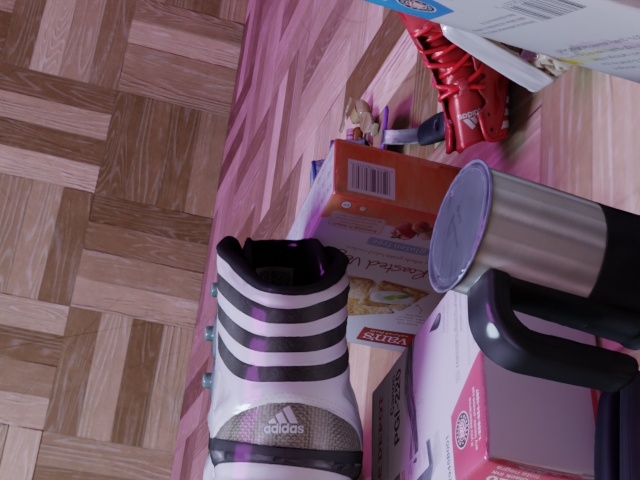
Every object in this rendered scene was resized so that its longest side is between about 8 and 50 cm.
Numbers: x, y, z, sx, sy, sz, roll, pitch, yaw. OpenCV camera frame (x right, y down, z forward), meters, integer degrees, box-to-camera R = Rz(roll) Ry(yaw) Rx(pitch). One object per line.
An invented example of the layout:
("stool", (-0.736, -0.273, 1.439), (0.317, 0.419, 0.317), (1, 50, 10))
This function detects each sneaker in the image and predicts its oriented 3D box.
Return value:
("sneaker", (-0.023, 0.140, 0.953), (0.447, 0.169, 0.257), (108, 168, -73))
("sneaker", (0.120, -0.150, 0.878), (0.087, 0.221, 0.128), (-14, 67, 27))

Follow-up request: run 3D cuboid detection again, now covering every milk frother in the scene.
("milk frother", (0.153, 0.000, 0.599), (0.129, 0.135, 0.143), (-92, 22, -53))

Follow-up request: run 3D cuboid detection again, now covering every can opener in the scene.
("can opener", (0.168, 0.153, 0.581), (0.059, 0.073, 0.186), (-45, 21, 54))

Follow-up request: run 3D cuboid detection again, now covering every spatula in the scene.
("spatula", (0.100, -0.119, 1.185), (0.296, 0.030, 0.084), (-177, 93, -77))

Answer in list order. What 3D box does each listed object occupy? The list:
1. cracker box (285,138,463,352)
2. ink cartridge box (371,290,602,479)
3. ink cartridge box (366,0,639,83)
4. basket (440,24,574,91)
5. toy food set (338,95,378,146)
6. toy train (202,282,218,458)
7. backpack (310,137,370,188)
("cracker box", (0.051, 0.015, 0.992), (0.232, 0.156, 0.067), (118, 159, -52))
("ink cartridge box", (0.111, 0.137, 0.761), (0.218, 0.092, 0.158), (115, 162, -51))
("ink cartridge box", (0.158, -0.182, 0.536), (0.171, 0.233, 0.168), (-154, 79, -77))
("basket", (0.164, -0.218, 0.786), (0.103, 0.113, 0.167), (-25, 50, 46))
("toy food set", (0.056, -0.149, 1.444), (0.122, 0.019, 0.078), (-114, 37, -57))
("toy train", (-0.109, 0.184, 1.598), (0.334, 0.142, 0.190), (-90, 8, -45))
("backpack", (0.029, -0.065, 1.271), (0.105, 0.084, 0.114), (83, -174, -48))
